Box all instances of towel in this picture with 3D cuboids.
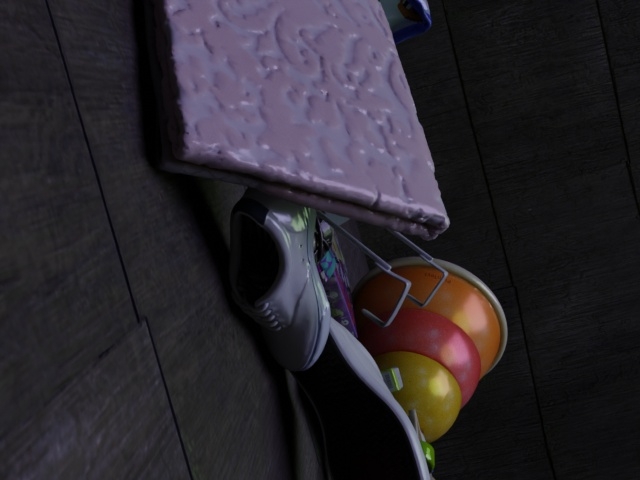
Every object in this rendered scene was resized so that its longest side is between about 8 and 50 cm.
[{"bbox_3d":[-0.029,-0.170,0.843,0.317,0.053,0.331,12,53,-36],"label":"towel"}]

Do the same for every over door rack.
[{"bbox_3d":[0.029,-0.062,0.991,0.324,0.108,0.239,50,15,12],"label":"over door rack"}]

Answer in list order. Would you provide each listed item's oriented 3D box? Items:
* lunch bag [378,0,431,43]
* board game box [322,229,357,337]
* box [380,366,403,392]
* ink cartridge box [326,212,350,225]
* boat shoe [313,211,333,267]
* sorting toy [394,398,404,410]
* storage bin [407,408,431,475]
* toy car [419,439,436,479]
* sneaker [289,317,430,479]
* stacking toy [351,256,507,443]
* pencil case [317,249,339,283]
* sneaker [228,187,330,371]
[{"bbox_3d":[-0.060,-0.438,1.089,0.385,0.239,0.327,39,32,-40],"label":"lunch bag"},{"bbox_3d":[0.000,0.000,1.571,0.208,0.056,0.346,-91,166,-48],"label":"board game box"},{"bbox_3d":[0.081,0.247,1.434,0.178,0.109,0.042,43,30,-78],"label":"box"},{"bbox_3d":[0.028,-0.149,1.406,0.271,0.130,0.309,58,16,-19],"label":"ink cartridge box"},{"bbox_3d":[-0.031,-0.009,1.085,0.285,0.092,0.102,-90,164,-67],"label":"boat shoe"},{"bbox_3d":[0.037,0.204,1.187,0.347,0.047,0.196,49,9,-28],"label":"sorting toy"},{"bbox_3d":[0.129,0.450,1.352,0.262,0.123,0.260,-72,147,-79],"label":"storage bin"},{"bbox_3d":[0.106,0.384,1.116,0.155,0.149,0.188,-83,154,-47],"label":"toy car"},{"bbox_3d":[0.056,0.203,0.969,0.123,0.106,0.290,32,27,-57],"label":"sneaker"},{"bbox_3d":[0.170,0.287,1.686,0.480,0.351,0.350,-61,140,-53],"label":"stacking toy"},{"bbox_3d":[-0.017,0.018,1.285,0.070,0.065,0.151,57,-1,22],"label":"pencil case"},{"bbox_3d":[-0.053,0.045,0.870,0.091,0.094,0.258,-42,138,-40],"label":"sneaker"}]
